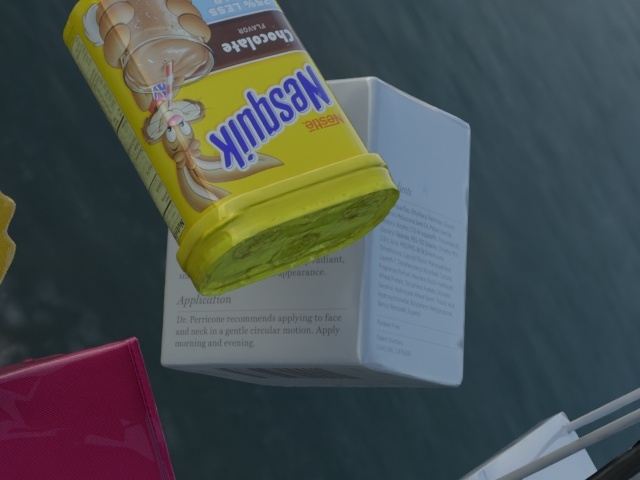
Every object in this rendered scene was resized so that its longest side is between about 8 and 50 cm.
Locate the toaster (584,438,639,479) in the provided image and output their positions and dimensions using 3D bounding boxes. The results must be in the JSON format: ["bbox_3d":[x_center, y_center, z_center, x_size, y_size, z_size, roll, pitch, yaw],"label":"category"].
[{"bbox_3d":[0.160,0.153,0.838,0.110,0.186,0.168,57,19,18],"label":"toaster"}]

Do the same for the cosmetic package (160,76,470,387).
[{"bbox_3d":[0.000,0.000,1.185,0.151,0.151,0.183,19,73,-60],"label":"cosmetic package"}]

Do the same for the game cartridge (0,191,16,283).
[{"bbox_3d":[-0.347,0.007,1.100,0.323,0.053,0.285,47,51,-37],"label":"game cartridge"}]

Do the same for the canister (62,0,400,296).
[{"bbox_3d":[-0.052,-0.068,0.989,0.126,0.073,0.170,-20,70,-31],"label":"canister"}]

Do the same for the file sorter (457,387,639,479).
[{"bbox_3d":[0.238,0.212,1.064,0.277,0.173,0.193,61,23,6],"label":"file sorter"}]

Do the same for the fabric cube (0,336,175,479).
[{"bbox_3d":[-0.259,0.232,1.329,0.258,0.259,0.254,-15,89,-28],"label":"fabric cube"}]
